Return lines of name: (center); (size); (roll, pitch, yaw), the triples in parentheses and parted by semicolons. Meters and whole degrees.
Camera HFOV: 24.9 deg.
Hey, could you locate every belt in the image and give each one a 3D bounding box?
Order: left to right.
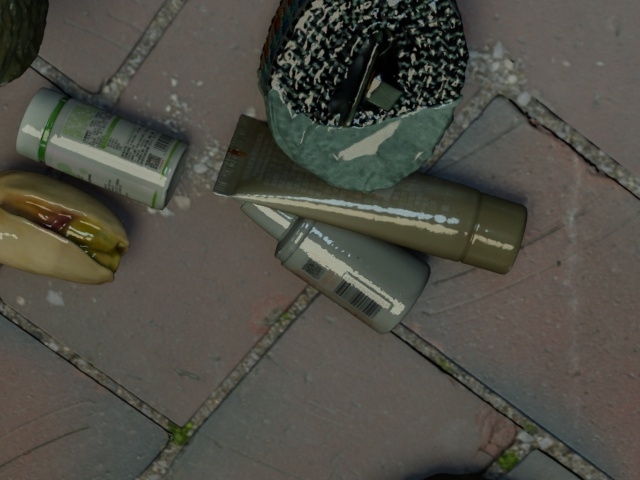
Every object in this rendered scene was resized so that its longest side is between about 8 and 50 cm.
belt: (0.046, -0.183, 1.520); (0.207, 0.150, 0.257); (16, 118, -10)

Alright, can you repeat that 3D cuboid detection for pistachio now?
pistachio: (-0.327, -0.014, 1.740); (0.200, 0.117, 0.145); (16, 160, -4)

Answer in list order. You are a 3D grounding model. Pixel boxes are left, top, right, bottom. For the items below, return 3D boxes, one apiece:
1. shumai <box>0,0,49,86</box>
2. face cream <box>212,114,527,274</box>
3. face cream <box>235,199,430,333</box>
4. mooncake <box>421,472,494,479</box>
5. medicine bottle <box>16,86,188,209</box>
shumai: (-0.434, -0.308, 1.476); (0.288, 0.330, 0.292); (0, 162, -1)
face cream: (0.058, -0.049, 1.620); (0.341, 0.137, 0.084); (17, 136, -1)
face cream: (0.000, 0.000, 1.668); (0.251, 0.101, 0.101); (35, 121, -6)
mooncake: (0.170, 0.434, 1.835); (0.290, 0.161, 0.290); (7, 121, 12)
medicine bottle: (-0.252, -0.106, 1.680); (0.183, 0.086, 0.086); (22, 122, 1)
